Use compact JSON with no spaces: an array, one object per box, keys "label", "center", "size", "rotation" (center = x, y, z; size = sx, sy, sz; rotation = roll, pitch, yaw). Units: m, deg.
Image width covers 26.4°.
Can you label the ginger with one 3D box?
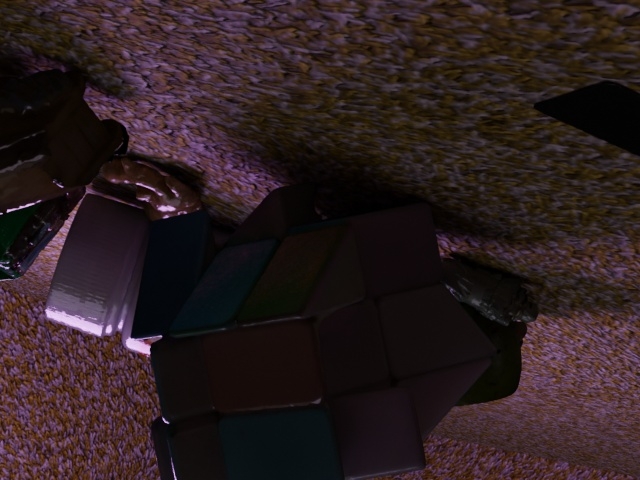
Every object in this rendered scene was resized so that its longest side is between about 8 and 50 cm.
[{"label":"ginger","center":[-0.199,-0.052,1.759],"size":[0.193,0.052,0.176],"rotation":[25,171,-32]}]

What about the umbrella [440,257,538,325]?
[{"label":"umbrella","center":[0.207,0.065,1.703],"size":[0.143,0.067,0.062],"rotation":[26,127,-6]}]

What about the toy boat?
[{"label":"toy boat","center":[-0.433,-0.091,1.460],"size":[0.445,0.162,0.136],"rotation":[-15,147,13]}]

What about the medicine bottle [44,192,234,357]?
[{"label":"medicine bottle","center":[-0.187,0.077,1.953],"size":[0.371,0.211,0.211],"rotation":[18,169,-5]}]

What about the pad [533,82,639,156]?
[{"label":"pad","center":[0.256,-0.084,1.063],"size":[0.157,0.003,0.112],"rotation":[21,168,-20]}]

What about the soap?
[{"label":"soap","center":[-0.379,-0.036,1.741],"size":[0.098,0.218,0.273],"rotation":[34,171,-4]}]

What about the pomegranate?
[{"label":"pomegranate","center":[0.191,0.122,1.803],"size":[0.241,0.159,0.190],"rotation":[-6,-171,-20]}]

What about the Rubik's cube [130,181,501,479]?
[{"label":"Rubik's cube","center":[-0.020,0.120,1.530],"size":[0.368,0.358,0.387],"rotation":[-13,180,-24]}]
